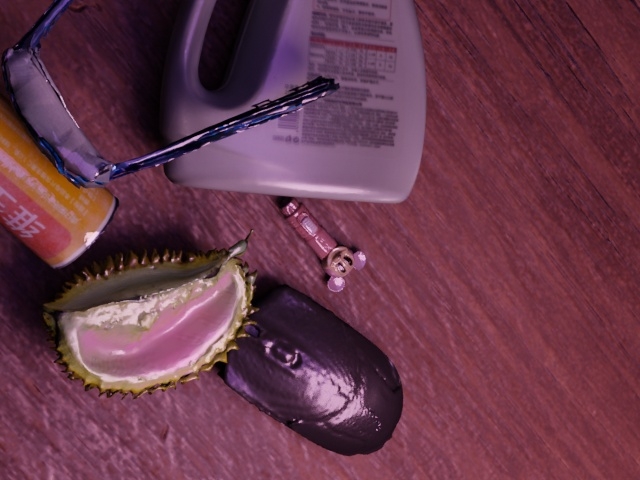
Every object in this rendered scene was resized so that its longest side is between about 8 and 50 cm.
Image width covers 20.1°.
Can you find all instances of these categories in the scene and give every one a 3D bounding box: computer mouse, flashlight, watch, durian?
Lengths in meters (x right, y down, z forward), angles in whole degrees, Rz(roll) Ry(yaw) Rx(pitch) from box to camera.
[{"bbox_3d":[0.001,0.139,1.811,0.217,0.073,0.122,35,81,-19],"label":"computer mouse"},{"bbox_3d":[0.000,0.000,1.813,0.052,0.031,0.110,-46,111,-10],"label":"flashlight"},{"bbox_3d":[-0.161,-0.202,1.610,0.274,0.068,0.276,-25,90,-7],"label":"watch"},{"bbox_3d":[-0.162,0.069,1.726,0.221,0.095,0.137,-16,119,-19],"label":"durian"}]

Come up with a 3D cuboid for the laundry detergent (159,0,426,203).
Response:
[{"bbox_3d":[-0.015,-0.241,1.728,0.264,0.125,0.397,4,94,-21],"label":"laundry detergent"}]

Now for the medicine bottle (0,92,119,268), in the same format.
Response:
[{"bbox_3d":[-0.360,-0.142,1.608,0.426,0.108,0.108,42,81,-22],"label":"medicine bottle"}]
